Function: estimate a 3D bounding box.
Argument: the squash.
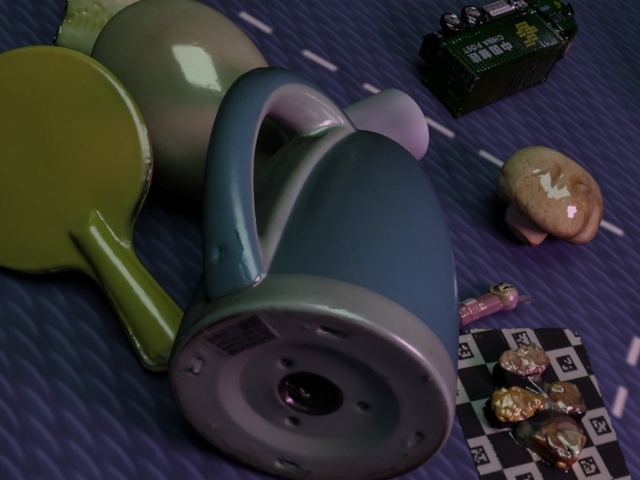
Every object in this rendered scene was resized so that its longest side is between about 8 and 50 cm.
[{"bbox_3d":[-0.178,-0.273,1.197,0.252,0.093,0.169,17,94,-6],"label":"squash"}]

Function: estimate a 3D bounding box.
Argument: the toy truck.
[{"bbox_3d":[0.255,-0.274,1.370,0.259,0.088,0.121,-25,63,-32],"label":"toy truck"}]

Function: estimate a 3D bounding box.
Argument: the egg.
[{"bbox_3d":[-0.138,-0.148,1.057,0.254,0.188,0.188,46,52,7],"label":"egg"}]

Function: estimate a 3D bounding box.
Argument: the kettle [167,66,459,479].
[{"bbox_3d":[0.000,0.000,0.925,0.319,0.247,0.342,54,33,-33],"label":"kettle"}]

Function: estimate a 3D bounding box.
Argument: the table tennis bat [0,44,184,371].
[{"bbox_3d":[-0.240,-0.030,0.966,0.224,0.054,0.369,-38,82,2],"label":"table tennis bat"}]

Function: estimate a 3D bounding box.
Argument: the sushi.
[{"bbox_3d":[0.234,0.171,1.034,0.192,0.040,0.210,1,53,-19],"label":"sushi"}]

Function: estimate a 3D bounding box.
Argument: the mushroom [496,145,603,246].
[{"bbox_3d":[0.274,-0.050,1.177,0.148,0.148,0.112,42,91,15],"label":"mushroom"}]

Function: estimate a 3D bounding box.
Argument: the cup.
[{"bbox_3d":[0.040,-0.113,1.171,0.133,0.136,0.099,-30,101,-35],"label":"cup"}]

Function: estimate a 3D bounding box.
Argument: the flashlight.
[{"bbox_3d":[0.184,0.071,1.099,0.110,0.031,0.052,-18,29,-29],"label":"flashlight"}]
